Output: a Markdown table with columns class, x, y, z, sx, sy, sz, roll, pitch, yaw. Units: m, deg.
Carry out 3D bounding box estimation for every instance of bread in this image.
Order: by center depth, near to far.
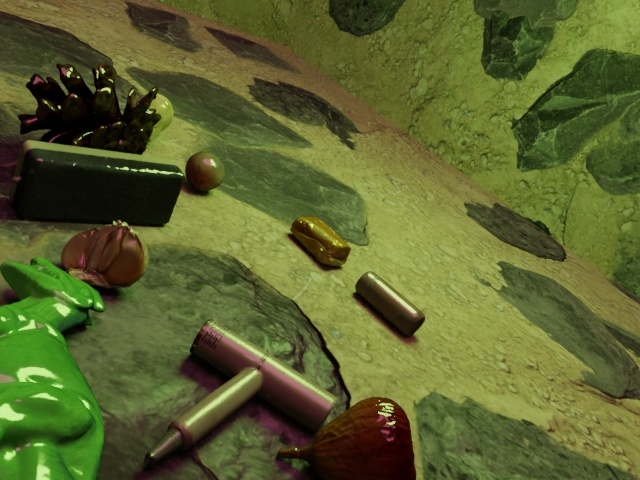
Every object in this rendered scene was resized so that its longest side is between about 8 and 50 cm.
| class | x | y | z | sx | sy | sz | roll | pitch | yaw |
| --- | --- | --- | --- | --- | --- | --- | --- | --- | --- |
| bread | 0.000 | 0.000 | 1.162 | 0.132 | 0.053 | 0.074 | 41 | 23 | 28 |

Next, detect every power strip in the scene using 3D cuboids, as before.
| class | x | y | z | sx | sy | sz | roll | pitch | yaw |
| --- | --- | --- | --- | --- | --- | --- | --- | --- | --- |
| power strip | -0.347 | -0.087 | 0.894 | 0.256 | 0.105 | 0.070 | 1 | 34 | -46 |

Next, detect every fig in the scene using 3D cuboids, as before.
| class | x | y | z | sx | sy | sz | roll | pitch | yaw |
| --- | --- | --- | --- | --- | --- | --- | --- | --- | --- |
| fig | 0.042 | 0.234 | 0.647 | 0.152 | 0.119 | 0.119 | 16 | 26 | -22 |

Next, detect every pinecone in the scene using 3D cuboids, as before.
| class | x | y | z | sx | sy | sz | roll | pitch | yaw |
| --- | --- | --- | --- | --- | --- | --- | --- | --- | --- |
| pinecone | -0.393 | -0.203 | 0.963 | 0.201 | 0.203 | 0.229 | 27 | 35 | 10 |

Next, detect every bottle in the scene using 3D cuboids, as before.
| class | x | y | z | sx | sy | sz | roll | pitch | yaw |
| --- | --- | --- | --- | --- | --- | --- | --- | --- | --- |
| bottle | 0.128 | 0.115 | 1.062 | 0.140 | 0.053 | 0.053 | 41 | 26 | 26 |

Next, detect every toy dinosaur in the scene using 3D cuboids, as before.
| class | x | y | z | sx | sy | sz | roll | pitch | yaw |
| --- | --- | --- | --- | --- | --- | --- | --- | --- | --- |
| toy dinosaur | -0.206 | 0.191 | 0.508 | 0.500 | 0.144 | 0.374 | 35 | 12 | 9 |

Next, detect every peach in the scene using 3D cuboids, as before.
| class | x | y | z | sx | sy | sz | roll | pitch | yaw |
| --- | --- | --- | --- | --- | --- | --- | --- | --- | --- |
| peach | -0.236 | -0.139 | 1.158 | 0.083 | 0.083 | 0.083 | 23 | 24 | -11 |

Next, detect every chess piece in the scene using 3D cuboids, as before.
| class | x | y | z | sx | sy | sz | roll | pitch | yaw |
| --- | --- | --- | --- | --- | --- | --- | --- | --- | --- |
| chess piece | -0.378 | -0.251 | 1.219 | 0.090 | 0.090 | 0.200 | 23 | 24 | -12 |

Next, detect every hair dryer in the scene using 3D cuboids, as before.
| class | x | y | z | sx | sy | sz | roll | pitch | yaw |
| --- | --- | --- | --- | --- | --- | --- | --- | --- | --- |
| hair dryer | -0.095 | 0.198 | 0.652 | 0.195 | 0.054 | 0.220 | 30 | 24 | 5 |

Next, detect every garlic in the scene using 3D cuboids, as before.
| class | x | y | z | sx | sy | sz | roll | pitch | yaw |
| --- | --- | --- | --- | --- | --- | --- | --- | --- | --- |
| garlic | -0.290 | 0.020 | 0.777 | 0.113 | 0.094 | 0.074 | 17 | -16 | -10 |
